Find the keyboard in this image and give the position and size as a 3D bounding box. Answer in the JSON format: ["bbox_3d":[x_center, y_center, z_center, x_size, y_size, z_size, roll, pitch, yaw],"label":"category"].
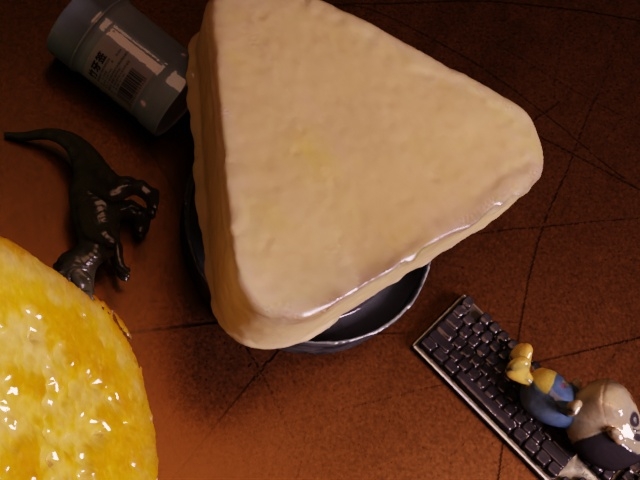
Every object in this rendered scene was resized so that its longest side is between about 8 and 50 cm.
[{"bbox_3d":[0.242,0.192,1.461,0.317,0.027,0.106,44,62,7],"label":"keyboard"}]

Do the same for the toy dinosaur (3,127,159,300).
[{"bbox_3d":[-0.262,-0.032,1.378,0.179,0.087,0.187,20,61,-9],"label":"toy dinosaur"}]

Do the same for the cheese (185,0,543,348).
[{"bbox_3d":[-0.002,-0.112,1.362,0.384,0.104,0.384,7,64,-13],"label":"cheese"}]

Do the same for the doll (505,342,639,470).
[{"bbox_3d":[0.277,0.174,1.420,0.179,0.089,0.102,41,18,1],"label":"doll"}]

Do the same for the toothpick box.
[{"bbox_3d":[-0.207,-0.197,1.462,0.153,0.101,0.101,40,62,3],"label":"toothpick box"}]

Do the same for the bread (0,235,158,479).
[{"bbox_3d":[-0.321,0.169,1.121,0.398,0.215,0.398,41,40,-46],"label":"bread"}]

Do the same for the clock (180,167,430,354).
[{"bbox_3d":[-0.016,-0.010,1.460,0.281,0.055,0.280,7,64,-14],"label":"clock"}]
